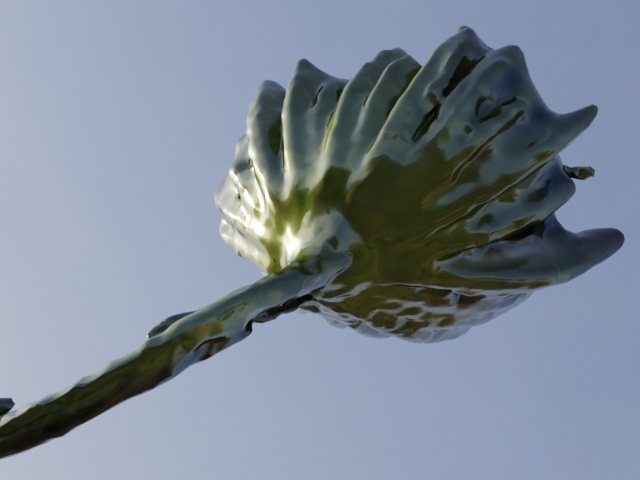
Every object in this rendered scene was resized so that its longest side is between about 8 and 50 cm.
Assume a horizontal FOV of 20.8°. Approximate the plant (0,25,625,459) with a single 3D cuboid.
[{"bbox_3d":[0.015,0.031,0.894,0.251,0.333,0.180,-20,-67,32],"label":"plant"}]
